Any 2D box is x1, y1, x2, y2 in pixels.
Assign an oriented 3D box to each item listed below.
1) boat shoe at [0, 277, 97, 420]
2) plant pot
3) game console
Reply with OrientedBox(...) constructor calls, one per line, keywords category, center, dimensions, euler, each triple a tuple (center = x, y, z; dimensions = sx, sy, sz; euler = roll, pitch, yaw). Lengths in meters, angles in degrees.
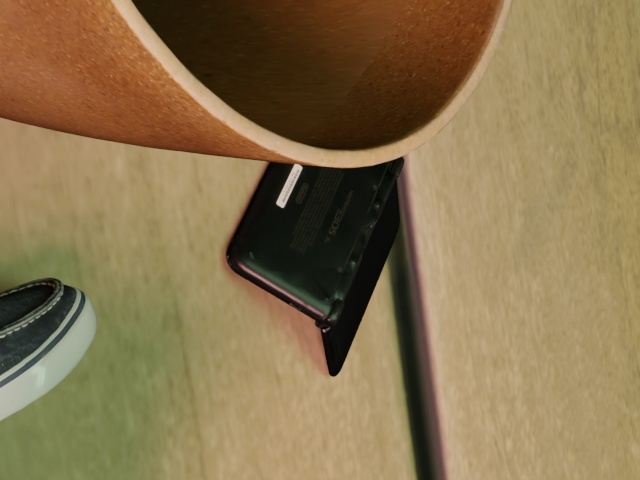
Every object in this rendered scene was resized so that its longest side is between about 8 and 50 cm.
OrientedBox(category="boat shoe", center=(-0.166, 0.039, 0.497), dimensions=(0.183, 0.065, 0.083), euler=(-36, 117, -45))
OrientedBox(category="plant pot", center=(-0.096, -0.135, 0.441), dimensions=(0.237, 0.254, 0.237), euler=(4, 85, -52))
OrientedBox(category="game console", center=(0.000, 0.000, 0.753), dimensions=(0.107, 0.071, 0.122), euler=(31, 60, -13))
